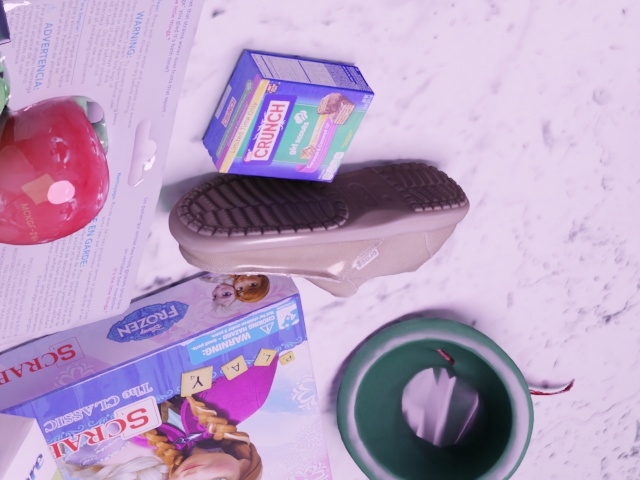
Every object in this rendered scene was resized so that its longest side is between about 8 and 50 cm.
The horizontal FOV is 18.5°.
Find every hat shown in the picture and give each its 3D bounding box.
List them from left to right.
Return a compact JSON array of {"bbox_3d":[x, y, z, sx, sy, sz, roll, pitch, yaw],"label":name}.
[{"bbox_3d":[0.117,0.152,1.868,0.208,0.183,0.173,40,98,-5],"label":"hat"}]

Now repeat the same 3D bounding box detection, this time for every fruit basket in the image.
[{"bbox_3d":[-0.262,-0.041,1.391,0.353,0.165,0.327,-19,139,-38],"label":"fruit basket"}]

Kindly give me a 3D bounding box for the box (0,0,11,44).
[{"bbox_3d":[-0.303,-0.222,1.128,0.184,0.103,0.261,-19,111,-18],"label":"box"}]

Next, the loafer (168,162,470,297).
[{"bbox_3d":[0.000,0.000,1.594,0.268,0.102,0.092,-5,125,-29],"label":"loafer"}]

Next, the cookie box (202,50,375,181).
[{"bbox_3d":[-0.025,-0.095,1.533,0.107,0.040,0.092,4,128,-33],"label":"cookie box"}]

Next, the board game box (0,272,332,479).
[{"bbox_3d":[-0.153,0.188,1.705,0.318,0.066,0.318,-22,137,-11],"label":"board game box"}]

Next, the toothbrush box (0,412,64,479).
[{"bbox_3d":[-0.297,0.258,1.558,0.206,0.122,0.283,7,137,21],"label":"toothbrush box"}]
